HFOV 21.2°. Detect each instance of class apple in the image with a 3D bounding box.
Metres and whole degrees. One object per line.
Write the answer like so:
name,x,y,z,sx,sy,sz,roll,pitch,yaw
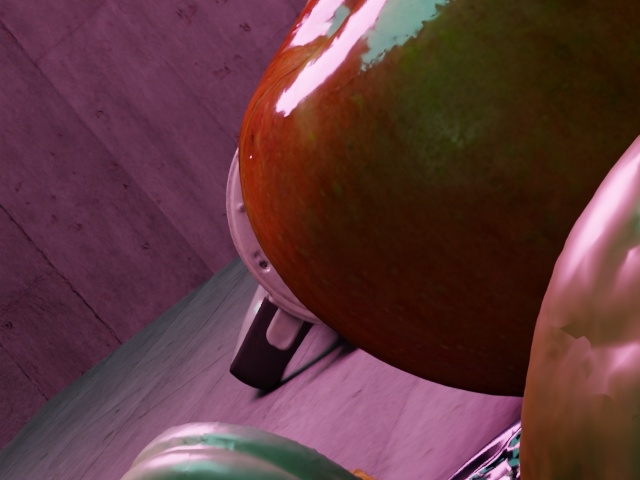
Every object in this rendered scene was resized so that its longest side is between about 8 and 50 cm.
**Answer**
apple,0.120,-0.058,1.106,0.339,0.339,0.339,-39,6,5

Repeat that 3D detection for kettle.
kettle,0.000,0.000,1.916,0.377,0.250,0.361,-139,71,-86

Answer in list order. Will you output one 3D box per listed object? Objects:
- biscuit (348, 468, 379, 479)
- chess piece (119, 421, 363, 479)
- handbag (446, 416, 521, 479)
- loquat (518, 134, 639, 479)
biscuit,0.002,0.208,1.163,0.118,0.029,0.247,-41,6,-6
chess piece,-0.078,0.253,0.900,0.176,0.176,0.298,-33,22,45
handbag,0.127,0.118,0.711,0.260,0.113,0.162,-39,0,6
loquat,0.168,0.050,0.464,0.238,0.238,0.193,-39,27,2
